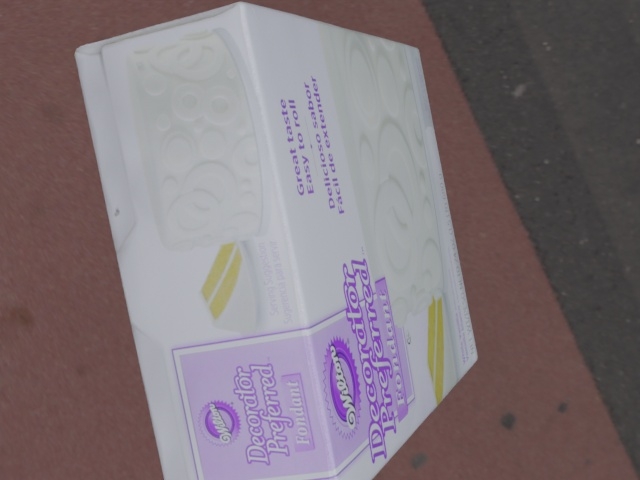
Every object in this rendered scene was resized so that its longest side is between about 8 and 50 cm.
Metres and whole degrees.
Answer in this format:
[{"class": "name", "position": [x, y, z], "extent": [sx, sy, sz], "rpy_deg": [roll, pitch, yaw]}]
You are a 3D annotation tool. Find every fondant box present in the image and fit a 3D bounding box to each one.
[{"class": "fondant box", "position": [0.000, 0.000, 0.639], "extent": [0.096, 0.330, 0.238], "rpy_deg": [-10, 93, 21]}]
